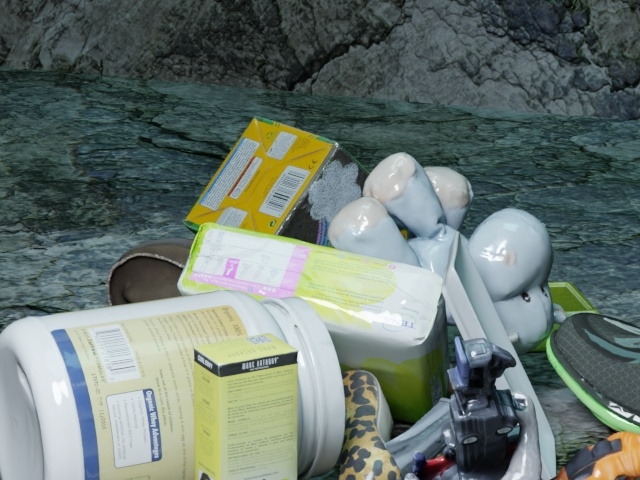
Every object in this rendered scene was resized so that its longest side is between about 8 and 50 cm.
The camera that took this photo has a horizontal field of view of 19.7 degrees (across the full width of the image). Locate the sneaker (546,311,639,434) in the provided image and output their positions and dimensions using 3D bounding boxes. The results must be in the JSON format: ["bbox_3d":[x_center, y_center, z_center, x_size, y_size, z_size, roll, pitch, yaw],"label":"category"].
[{"bbox_3d":[0.482,0.135,2.047,0.483,0.202,0.185,10,18,32],"label":"sneaker"}]

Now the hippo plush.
[{"bbox_3d":[0.150,0.057,2.180,0.234,0.294,0.237,-15,26,-43],"label":"hippo plush"}]

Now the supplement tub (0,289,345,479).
[{"bbox_3d":[-0.156,0.171,1.872,0.316,0.228,0.228,-7,17,-24],"label":"supplement tub"}]

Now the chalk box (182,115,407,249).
[{"bbox_3d":[0.000,0.000,2.423,0.179,0.180,0.289,22,-17,47],"label":"chalk box"}]

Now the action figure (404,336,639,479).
[{"bbox_3d":[0.201,0.230,1.669,0.330,0.341,0.178,-9,53,10],"label":"action figure"}]

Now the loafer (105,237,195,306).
[{"bbox_3d":[-0.148,0.089,2.332,0.366,0.133,0.130,14,23,37],"label":"loafer"}]

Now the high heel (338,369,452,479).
[{"bbox_3d":[0.013,0.224,1.985,0.261,0.093,0.186,1,31,48],"label":"high heel"}]

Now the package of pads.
[{"bbox_3d":[-0.002,0.094,2.088,0.297,0.229,0.101,12,61,13],"label":"package of pads"}]

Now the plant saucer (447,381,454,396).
[{"bbox_3d":[0.194,0.176,2.244,0.083,0.015,0.083,0,15,0],"label":"plant saucer"}]

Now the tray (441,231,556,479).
[{"bbox_3d":[0.190,0.131,1.998,0.030,0.270,0.145,-23,12,11],"label":"tray"}]

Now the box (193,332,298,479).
[{"bbox_3d":[-0.069,0.209,1.730,0.087,0.232,0.058,-10,19,-28],"label":"box"}]

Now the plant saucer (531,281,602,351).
[{"bbox_3d":[0.287,0.097,2.468,0.188,0.045,0.188,-2,16,-8],"label":"plant saucer"}]
